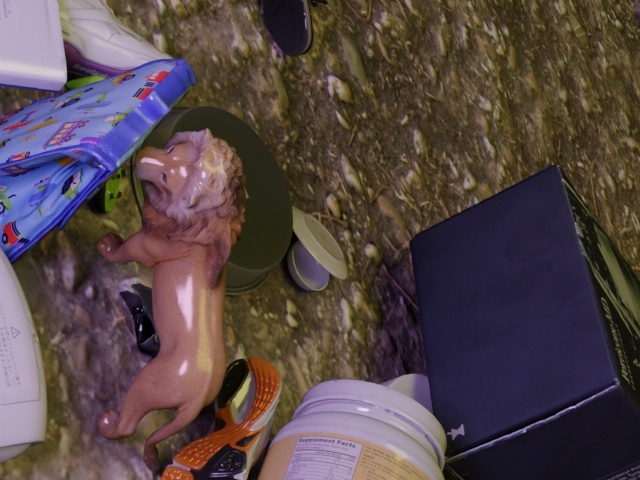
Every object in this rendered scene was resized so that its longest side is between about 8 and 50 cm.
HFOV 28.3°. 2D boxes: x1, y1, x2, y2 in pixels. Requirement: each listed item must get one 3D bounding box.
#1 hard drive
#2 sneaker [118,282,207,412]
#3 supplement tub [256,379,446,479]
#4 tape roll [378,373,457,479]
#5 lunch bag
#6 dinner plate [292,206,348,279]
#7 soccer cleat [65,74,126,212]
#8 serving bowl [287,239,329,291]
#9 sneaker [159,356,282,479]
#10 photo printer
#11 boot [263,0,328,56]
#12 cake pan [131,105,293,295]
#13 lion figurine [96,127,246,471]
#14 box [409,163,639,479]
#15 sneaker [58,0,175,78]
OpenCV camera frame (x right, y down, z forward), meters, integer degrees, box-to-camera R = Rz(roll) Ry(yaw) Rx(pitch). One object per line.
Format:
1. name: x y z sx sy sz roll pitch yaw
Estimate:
1. hard drive: -0.459 -0.288 1.468 0.318 0.040 0.210 3 66 -35
2. sneaker: -0.199 0.139 1.620 0.089 0.051 0.170 8 61 -48
3. supplement tub: 0.021 0.365 1.575 0.241 0.241 0.331 45 46 -26
4. tape roll: 0.136 0.347 1.887 0.286 0.100 0.286 31 47 -39
5. lunch bag: -0.279 -0.108 1.447 0.138 0.293 0.221 54 37 -15
6. dinner plate: 0.000 0.000 1.945 0.141 0.017 0.141 46 14 -15
7. soccer cleat: -0.296 -0.124 1.647 0.060 0.072 0.179 -17 104 -80
8. serving bowl: -0.023 0.041 1.926 0.083 0.027 0.083 31 46 -39
9. sneaker: -0.118 0.283 1.601 0.262 0.099 0.121 -59 159 -31
10. photo printer: -0.419 0.117 1.292 0.307 0.107 0.256 -2 72 -54
11. boot: -0.022 -0.416 2.156 0.178 0.085 0.237 2 68 -55
12. cake pan: -0.142 -0.068 1.814 0.293 0.054 0.293 31 47 -39
13. lion figurine: -0.160 0.076 1.470 0.142 0.240 0.392 -6 88 -38
14. box: 0.395 0.231 2.006 0.472 0.297 0.480 46 26 -35
15. sneaker: -0.288 -0.275 1.693 0.305 0.114 0.152 22 54 -45
